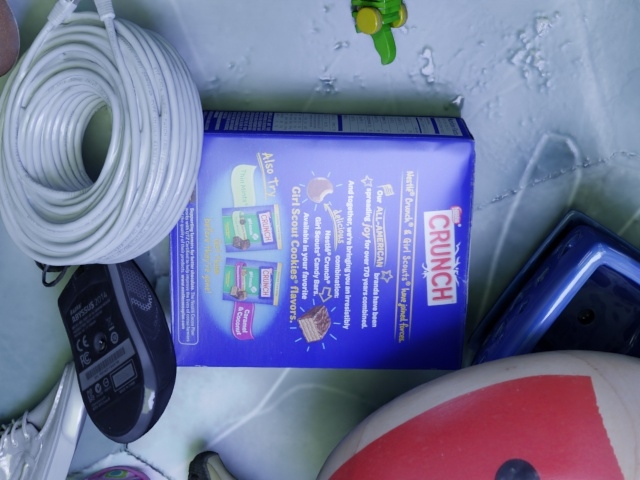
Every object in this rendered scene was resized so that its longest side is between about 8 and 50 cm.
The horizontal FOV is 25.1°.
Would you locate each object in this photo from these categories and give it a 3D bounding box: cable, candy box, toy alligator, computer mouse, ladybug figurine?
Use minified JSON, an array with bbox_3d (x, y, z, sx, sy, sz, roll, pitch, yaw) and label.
[{"bbox_3d":[-0.232,-0.101,1.460,0.257,0.089,0.257,-42,63,27],"label":"cable"},{"bbox_3d":[0.000,0.000,1.551,0.317,0.122,0.268,2,110,0],"label":"candy box"},{"bbox_3d":[0.054,-0.278,1.490,0.051,0.056,0.189,14,116,37],"label":"toy alligator"},{"bbox_3d":[-0.210,0.082,1.535,0.188,0.072,0.272,-29,69,37],"label":"computer mouse"},{"bbox_3d":[0.187,0.274,1.416,0.449,0.162,0.305,-23,115,17],"label":"ladybug figurine"}]

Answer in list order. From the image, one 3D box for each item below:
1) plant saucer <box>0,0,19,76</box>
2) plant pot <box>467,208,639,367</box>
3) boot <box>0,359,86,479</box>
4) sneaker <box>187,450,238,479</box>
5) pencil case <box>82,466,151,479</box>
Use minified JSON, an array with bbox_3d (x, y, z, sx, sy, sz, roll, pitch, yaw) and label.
[{"bbox_3d":[-0.386,-0.226,1.464,0.168,0.029,0.168,16,136,16],"label":"plant saucer"},{"bbox_3d":[0.302,0.115,1.551,0.236,0.212,0.236,33,106,-11],"label":"plant pot"},{"bbox_3d":[-0.344,0.236,1.647,0.123,0.095,0.258,18,106,-6],"label":"boot"},{"bbox_3d":[0.002,0.382,1.711,0.182,0.158,0.410,-43,106,-19],"label":"sneaker"},{"bbox_3d":[-0.227,0.414,1.701,0.124,0.124,0.284,-9,111,2],"label":"pencil case"}]
